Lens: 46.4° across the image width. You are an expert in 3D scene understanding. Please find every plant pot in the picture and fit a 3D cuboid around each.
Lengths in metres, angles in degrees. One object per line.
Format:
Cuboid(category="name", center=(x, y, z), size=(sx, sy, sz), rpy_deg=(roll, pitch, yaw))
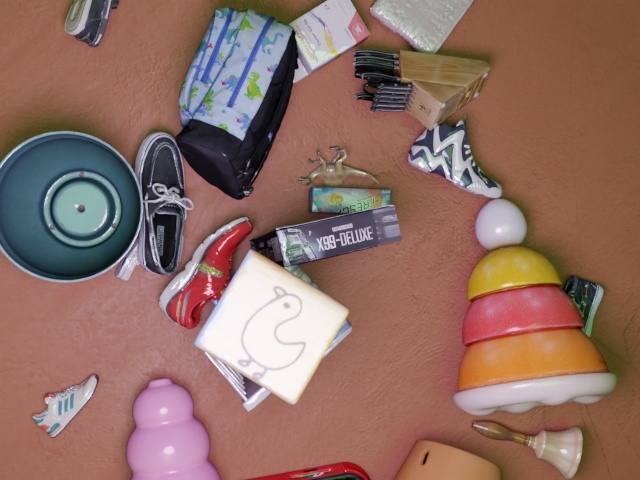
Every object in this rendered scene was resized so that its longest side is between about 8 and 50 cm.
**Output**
Cuboid(category="plant pot", center=(-0.506, -0.066, 1.538), size=(0.292, 0.196, 0.293), rpy_deg=(0, 91, -8))
Cuboid(category="plant pot", center=(0.278, 0.570, 1.644), size=(0.290, 0.291, 0.204), rpy_deg=(24, 72, -8))

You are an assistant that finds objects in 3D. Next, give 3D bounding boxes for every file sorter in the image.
Cuboid(category="file sorter", center=(-0.131, 0.198, 1.527), size=(0.192, 0.277, 0.173), rpy_deg=(-40, 94, -7))

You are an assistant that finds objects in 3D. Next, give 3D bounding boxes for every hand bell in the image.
Cuboid(category="hand bell", center=(0.477, 0.468, 1.759), size=(0.241, 0.126, 0.126), rpy_deg=(15, 89, 3))

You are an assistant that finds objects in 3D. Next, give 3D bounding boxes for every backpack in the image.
Cuboid(category="backpack", center=(-0.169, -0.308, 1.553), size=(0.273, 0.290, 0.356), rpy_deg=(32, 80, 7))

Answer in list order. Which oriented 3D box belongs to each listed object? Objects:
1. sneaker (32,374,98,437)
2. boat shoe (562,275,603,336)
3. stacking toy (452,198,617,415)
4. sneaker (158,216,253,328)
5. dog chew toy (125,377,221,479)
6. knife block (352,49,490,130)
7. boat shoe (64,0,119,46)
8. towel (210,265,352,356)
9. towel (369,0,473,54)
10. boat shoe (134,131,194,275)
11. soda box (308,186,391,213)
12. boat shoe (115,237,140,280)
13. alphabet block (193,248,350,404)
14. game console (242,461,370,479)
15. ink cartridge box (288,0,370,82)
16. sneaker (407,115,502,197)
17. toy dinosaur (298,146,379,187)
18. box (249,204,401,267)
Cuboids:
Cuboid(category="sneaker", center=(-0.551, 0.344, 1.610), size=(0.075, 0.057, 0.161), rpy_deg=(41, 88, -13))
Cuboid(category="boat shoe", center=(0.604, 0.178, 1.784), size=(0.083, 0.065, 0.184), rpy_deg=(22, 81, -7))
Cuboid(category="stacking toy", center=(0.442, 0.137, 1.680), size=(0.350, 0.351, 0.480), rpy_deg=(-3, 73, -9))
Cuboid(category="sneaker", center=(-0.225, 0.074, 1.623), size=(0.118, 0.107, 0.279), rpy_deg=(40, 96, 11))
Cuboid(category="dog chew toy", center=(-0.321, 0.460, 1.583), size=(0.206, 0.206, 0.332), rpy_deg=(-8, 85, -8))
Cuboid(category="knife block", center=(0.212, -0.374, 1.688), size=(0.242, 0.088, 0.275), rpy_deg=(43, 58, 17))
Cuboid(category="boat shoe", center=(-0.471, -0.532, 1.606), size=(0.079, 0.084, 0.233), rpy_deg=(28, 78, -46))
Cuboid(category="towel", center=(-0.087, 0.168, 1.690), size=(0.209, 0.034, 0.285), rpy_deg=(-42, 96, -7))
Cuboid(category="towel", center=(0.260, -0.580, 1.721), size=(0.187, 0.049, 0.282), rpy_deg=(37, 87, -6))
Cuboid(category="boat shoe", center=(-0.334, -0.078, 1.593), size=(0.113, 0.105, 0.307), rpy_deg=(7, 91, -35))
Cuboid(category="soda box", center=(0.066, -0.089, 1.692), size=(0.183, 0.063, 0.058), rpy_deg=(1, 90, -9))
Cuboid(category="boat shoe", center=(-0.412, 0.042, 1.640), size=(0.035, 0.035, 0.100), rpy_deg=(31, 82, -35))
Cuboid(category="alphabet block", center=(-0.086, 0.148, 1.304), size=(0.197, 0.193, 0.193), rpy_deg=(31, 85, -2))
Cuboid(category="game console", center=(-0.055, 0.700, 1.695), size=(0.386, 0.060, 0.342), rpy_deg=(-8, 93, -8))
Cuboid(category="ink cartridge box", center=(-0.004, -0.452, 1.671), size=(0.198, 0.067, 0.115), rpy_deg=(-34, 96, -6))
Cuboid(category="sneaker", center=(0.331, -0.202, 1.712), size=(0.234, 0.094, 0.153), rpy_deg=(25, 95, 3))
Cuboid(category="toy dinosaur", center=(0.039, -0.165, 1.702), size=(0.183, 0.053, 0.093), rpy_deg=(-4, 107, -1))
Cuboid(category="box", center=(0.000, 0.000, 1.547), size=(0.242, 0.307, 0.077), rpy_deg=(-13, 89, -15))
